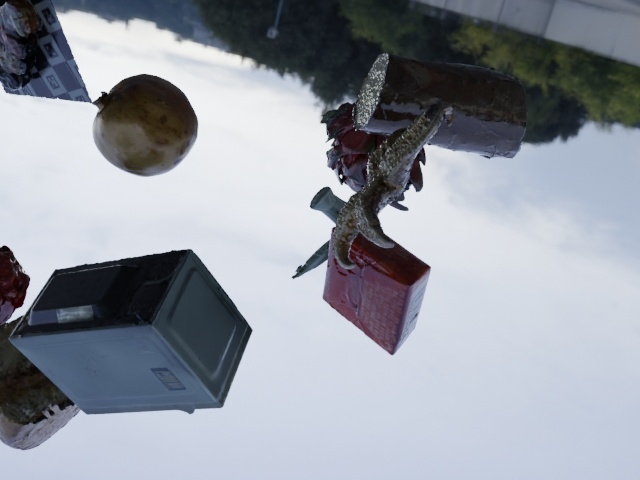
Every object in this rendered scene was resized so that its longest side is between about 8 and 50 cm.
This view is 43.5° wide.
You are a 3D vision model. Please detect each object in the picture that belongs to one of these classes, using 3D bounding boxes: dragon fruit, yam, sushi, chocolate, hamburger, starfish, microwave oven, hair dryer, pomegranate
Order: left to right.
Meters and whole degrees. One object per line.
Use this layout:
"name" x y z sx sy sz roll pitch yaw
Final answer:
"sushi" -0.677 -0.430 1.724 0.340 0.320 0.069 13 -137 34
"hamburger" -0.694 0.344 1.908 0.268 0.287 0.445 44 -160 4
"microwave oven" -0.355 0.173 1.552 0.355 0.286 0.218 -9 -140 29
"pomegranate" -0.354 -0.236 1.604 0.216 0.215 0.215 13 -161 -5
"hair dryer" 0.000 0.000 1.845 0.206 0.237 0.075 29 -161 -45
"dragon fruit" 0.098 -0.158 1.430 0.182 0.182 0.188 31 167 40
"chocolate" 0.124 0.096 1.794 0.108 0.237 0.235 -32 -126 -33
"starfish" 0.081 -0.070 0.974 0.071 0.238 0.216 30 -162 -2
"yam" 0.174 -0.189 1.122 0.239 0.128 0.129 9 -137 -13

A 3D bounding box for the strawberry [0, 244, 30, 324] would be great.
"strawberry" -0.608 0.136 1.235 0.336 0.265 0.149 -31 -140 -16
